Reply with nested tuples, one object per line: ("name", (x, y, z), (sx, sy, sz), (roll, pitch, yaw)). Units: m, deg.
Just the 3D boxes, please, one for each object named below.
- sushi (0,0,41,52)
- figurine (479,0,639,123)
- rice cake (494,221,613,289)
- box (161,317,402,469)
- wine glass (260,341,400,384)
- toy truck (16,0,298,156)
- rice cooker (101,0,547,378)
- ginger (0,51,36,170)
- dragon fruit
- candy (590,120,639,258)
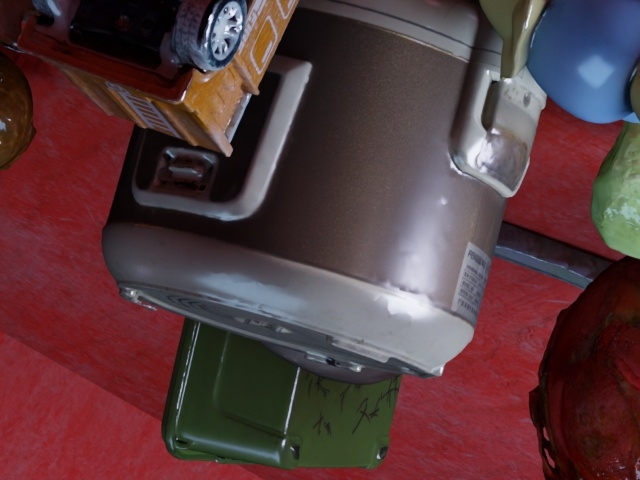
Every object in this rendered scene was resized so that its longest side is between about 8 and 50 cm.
("sushi", (-0.399, -0.273, 1.690), (0.273, 0.134, 0.109), (25, 132, 39))
("figurine", (0.228, -0.127, 1.145), (0.262, 0.154, 0.180), (42, -175, -2))
("rice cake", (0.220, 0.014, 1.706), (0.211, 0.034, 0.043), (20, 163, 20))
("box", (-0.028, 0.165, 1.982), (0.178, 0.252, 0.329), (14, -179, 31))
("wine glass", (0.000, 0.000, 1.663), (0.238, 0.238, 0.323), (13, 157, 35))
("toy truck", (-0.062, -0.217, 1.085), (0.136, 0.305, 0.162), (20, 167, 21))
("rice cooker", (0.005, -0.075, 1.321), (0.335, 0.325, 0.335), (16, 172, 2))
("ginger", (-0.481, -0.166, 1.984), (0.418, 0.176, 0.254), (17, 166, 35))
("dragon fruit", (0.349, 0.143, 1.475), (0.295, 0.295, 0.302), (39, 161, -31))
("candy", (0.384, -0.002, 1.296), (0.343, 0.132, 0.142), (21, 150, 18))
